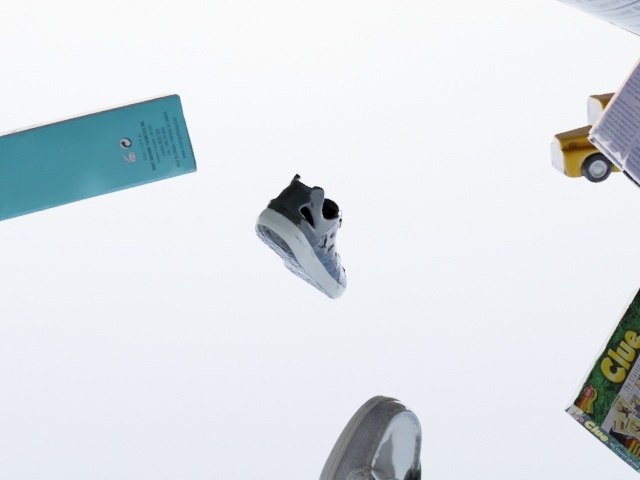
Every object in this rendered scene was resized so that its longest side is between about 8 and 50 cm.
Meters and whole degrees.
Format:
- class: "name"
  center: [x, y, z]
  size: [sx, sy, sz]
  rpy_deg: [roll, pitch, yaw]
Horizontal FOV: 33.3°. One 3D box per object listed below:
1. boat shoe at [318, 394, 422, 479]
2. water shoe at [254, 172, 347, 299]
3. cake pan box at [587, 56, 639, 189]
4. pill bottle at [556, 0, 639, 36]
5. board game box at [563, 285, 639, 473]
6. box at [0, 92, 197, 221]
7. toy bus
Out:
- class: "boat shoe"
  center: [0.052, 0.312, 1.060]
  size: [0.103, 0.118, 0.320]
  rpy_deg: [-1, -119, 41]
- class: "water shoe"
  center: [0.000, 0.000, 1.096]
  size: [0.073, 0.203, 0.080]
  rpy_deg: [33, -98, 21]
- class: "cake pan box"
  center: [0.337, -0.135, 0.846]
  size: [0.070, 0.246, 0.267]
  rpy_deg: [27, -163, -16]
- class: "pill bottle"
  center: [0.146, -0.156, 0.419]
  size: [0.264, 0.153, 0.153]
  rpy_deg: [15, -161, -26]
- class: "board game box"
  center: [0.455, 0.191, 1.526]
  size: [0.136, 0.030, 0.260]
  rpy_deg: [38, -126, 4]
- class: "box"
  center: [-0.219, -0.052, 0.790]
  size: [0.244, 0.060, 0.100]
  rpy_deg: [-15, -169, -10]
- class: "toy bus"
  center: [0.549, -0.184, 1.759]
  size: [0.332, 0.130, 0.108]
  rpy_deg: [-8, -164, 0]
